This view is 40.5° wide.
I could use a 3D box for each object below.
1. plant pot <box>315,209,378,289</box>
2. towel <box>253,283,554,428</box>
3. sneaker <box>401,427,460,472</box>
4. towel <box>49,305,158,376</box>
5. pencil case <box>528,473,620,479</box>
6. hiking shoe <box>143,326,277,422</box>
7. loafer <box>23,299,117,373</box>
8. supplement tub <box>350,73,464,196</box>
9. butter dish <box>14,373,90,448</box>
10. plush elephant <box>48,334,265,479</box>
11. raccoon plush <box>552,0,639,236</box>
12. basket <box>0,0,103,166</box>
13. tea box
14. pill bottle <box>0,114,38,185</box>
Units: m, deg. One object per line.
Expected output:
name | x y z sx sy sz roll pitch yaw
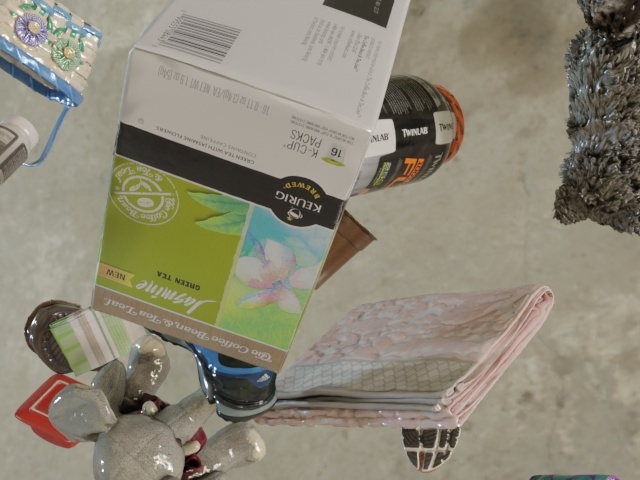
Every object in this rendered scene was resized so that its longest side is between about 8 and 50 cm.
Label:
plant pot | 0.000 0.000 1.762 0.165 0.167 0.167 -47 53 2
towel | 0.108 0.150 1.167 0.332 0.317 0.053 -9 107 39
sneaker | 0.201 0.305 1.598 0.107 0.118 0.279 2 50 5
towel | -0.359 0.155 1.449 0.023 0.152 0.113 40 152 60
pencil case | 0.413 0.415 1.409 0.152 0.064 0.070 -13 99 45
hiking shoe | -0.146 0.083 1.098 0.304 0.113 0.132 42 134 29
loafer | -0.518 0.193 1.762 0.130 0.366 0.133 29 78 13
supplement tub | 0.096 -0.192 1.562 0.207 0.338 0.207 16 112 43
butter dish | -0.565 0.396 1.910 0.160 0.160 0.118 21 125 12
plush elephant | -0.234 0.284 1.212 0.272 0.330 0.255 49 147 1
raccoon plush | 0.429 -0.205 1.380 0.216 0.446 0.299 9 73 48
basket | -0.552 -0.309 1.556 0.201 0.255 0.289 25 85 51
tea box | -0.067 -0.102 0.918 0.329 0.220 0.323 -72 1 -52
pill bottle | -0.522 -0.140 1.400 0.078 0.078 0.137 -17 31 37
